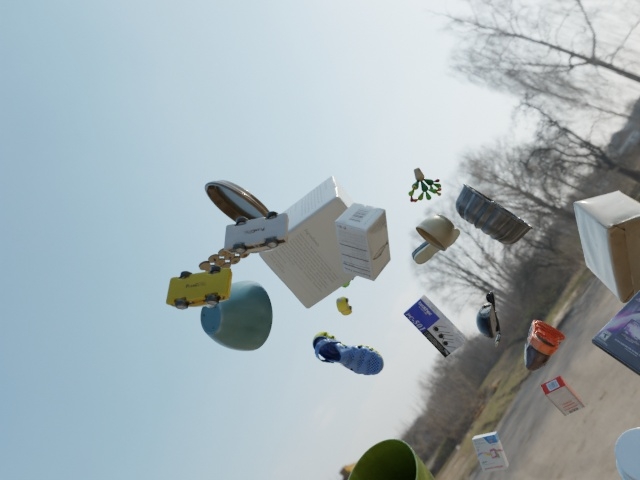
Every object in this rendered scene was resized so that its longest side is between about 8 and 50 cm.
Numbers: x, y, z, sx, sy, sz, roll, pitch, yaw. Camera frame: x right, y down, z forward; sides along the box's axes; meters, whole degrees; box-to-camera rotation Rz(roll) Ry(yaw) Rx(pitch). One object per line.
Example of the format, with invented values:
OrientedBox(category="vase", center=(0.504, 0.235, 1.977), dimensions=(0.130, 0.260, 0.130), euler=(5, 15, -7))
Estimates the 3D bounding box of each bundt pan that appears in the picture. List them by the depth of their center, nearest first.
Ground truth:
OrientedBox(category="bundt pan", center=(0.692, -0.099, 1.949), dimensions=(0.124, 0.331, 0.331), euler=(-57, -23, 17))

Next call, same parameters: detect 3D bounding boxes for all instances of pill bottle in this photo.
OrientedBox(category="pill bottle", center=(0.848, 0.579, 1.177), dimensions=(0.301, 0.169, 0.169), euler=(41, -97, -32))

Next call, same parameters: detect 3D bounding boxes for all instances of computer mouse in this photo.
OrientedBox(category="computer mouse", center=(0.611, 0.314, 1.725), dimensions=(0.262, 0.060, 0.184), euler=(-37, -65, -62))

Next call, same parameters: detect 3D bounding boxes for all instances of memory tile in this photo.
OrientedBox(category="memory tile", center=(-0.302, 0.061, 1.495), dimensions=(0.148, 0.012, 0.113), euler=(-33, -29, 3))

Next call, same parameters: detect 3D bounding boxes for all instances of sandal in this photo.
OrientedBox(category="sandal", center=(0.099, 0.469, 1.912), dimensions=(0.138, 0.317, 0.126), euler=(3, -80, -74))

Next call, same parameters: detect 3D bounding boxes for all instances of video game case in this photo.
OrientedBox(category="video game case", center=(0.951, 0.256, 1.345), dimensions=(0.274, 0.196, 0.026), euler=(-42, -40, -8))

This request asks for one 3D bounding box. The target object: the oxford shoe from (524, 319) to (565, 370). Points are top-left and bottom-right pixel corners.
OrientedBox(category="oxford shoe", center=(0.637, 0.302, 1.375), dimensions=(0.271, 0.097, 0.098), euler=(-4, -60, -55))

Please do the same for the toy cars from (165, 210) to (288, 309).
OrientedBox(category="toy cars", center=(-0.236, 0.063, 1.279), dimensions=(0.393, 0.176, 0.087), euler=(-44, -35, -7))

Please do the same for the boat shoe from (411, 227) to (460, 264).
OrientedBox(category="boat shoe", center=(0.547, 0.016, 2.258), dimensions=(0.254, 0.079, 0.095), euler=(-42, -63, 13))

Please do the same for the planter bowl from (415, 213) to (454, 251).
OrientedBox(category="planter bowl", center=(0.504, -0.046, 2.028), dimensions=(0.109, 0.162, 0.162), euler=(-50, -24, -4))

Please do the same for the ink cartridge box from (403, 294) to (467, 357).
OrientedBox(category="ink cartridge box", center=(0.396, 0.296, 1.642), dimensions=(0.097, 0.207, 0.046), euler=(-50, -12, 33))

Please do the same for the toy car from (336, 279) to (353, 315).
OrientedBox(category="toy car", center=(0.084, 0.229, 2.232), dimensions=(0.225, 0.239, 0.053), euler=(-58, -3, 24))

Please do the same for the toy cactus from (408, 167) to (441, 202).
OrientedBox(category="toy cactus", center=(0.534, -0.294, 2.461), dimensions=(0.219, 0.181, 0.112), euler=(-20, -7, -15))

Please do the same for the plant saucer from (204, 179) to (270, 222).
OrientedBox(category="plant saucer", center=(-0.265, -0.112, 1.592), dimensions=(0.041, 0.278, 0.278), euler=(-57, -22, -21))

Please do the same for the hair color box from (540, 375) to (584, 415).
OrientedBox(category="hair color box", center=(0.776, 0.498, 1.516), dimensions=(0.072, 0.141, 0.043), euler=(-36, 26, 20))

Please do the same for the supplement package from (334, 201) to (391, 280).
OrientedBox(category="supplement package", center=(0.120, 0.003, 1.304), dimensions=(0.105, 0.105, 0.179), euler=(-47, -41, -36))

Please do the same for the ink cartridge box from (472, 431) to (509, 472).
OrientedBox(category="ink cartridge box", center=(0.629, 0.784, 1.751), dimensions=(0.088, 0.122, 0.052), euler=(-25, -17, 24))

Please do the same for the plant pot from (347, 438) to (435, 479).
OrientedBox(category="plant pot", center=(0.270, 0.813, 1.445), dimensions=(0.275, 0.293, 0.275), euler=(-39, 20, 16))

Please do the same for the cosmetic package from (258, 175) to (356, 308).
OrientedBox(category="cosmetic package", center=(0.000, 0.000, 1.978), dimensions=(0.393, 0.327, 0.329), euler=(-35, 19, 12))

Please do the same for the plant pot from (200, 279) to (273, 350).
OrientedBox(category="plant pot", center=(-0.360, 0.302, 1.888), dimensions=(0.195, 0.290, 0.290), euler=(8, -65, -49))

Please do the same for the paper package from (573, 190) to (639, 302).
OrientedBox(category="paper package", center=(1.076, 0.012, 1.705), dimensions=(0.325, 0.168, 0.309), euler=(-70, -39, -68))
